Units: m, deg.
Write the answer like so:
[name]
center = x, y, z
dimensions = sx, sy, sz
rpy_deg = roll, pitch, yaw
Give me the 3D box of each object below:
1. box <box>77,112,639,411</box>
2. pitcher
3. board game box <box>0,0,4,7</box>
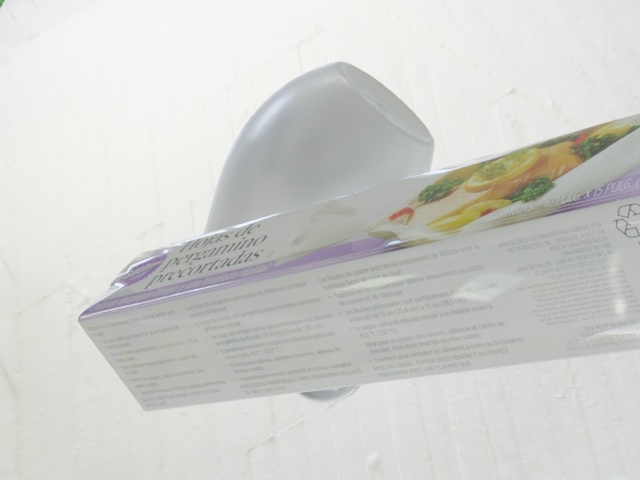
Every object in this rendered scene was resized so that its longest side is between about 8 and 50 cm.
[box]
center = 0.032, 0.015, 0.418
dimensions = 0.324, 0.063, 0.067
rpy_deg = -15, -64, 39
[pitcher]
center = 0.000, 0.000, 0.692
dimensions = 0.178, 0.125, 0.207
rpy_deg = 38, -70, -6
[board game box]
center = -0.241, -0.222, 0.592
dimensions = 0.048, 0.170, 0.141
rpy_deg = 18, -100, 39
